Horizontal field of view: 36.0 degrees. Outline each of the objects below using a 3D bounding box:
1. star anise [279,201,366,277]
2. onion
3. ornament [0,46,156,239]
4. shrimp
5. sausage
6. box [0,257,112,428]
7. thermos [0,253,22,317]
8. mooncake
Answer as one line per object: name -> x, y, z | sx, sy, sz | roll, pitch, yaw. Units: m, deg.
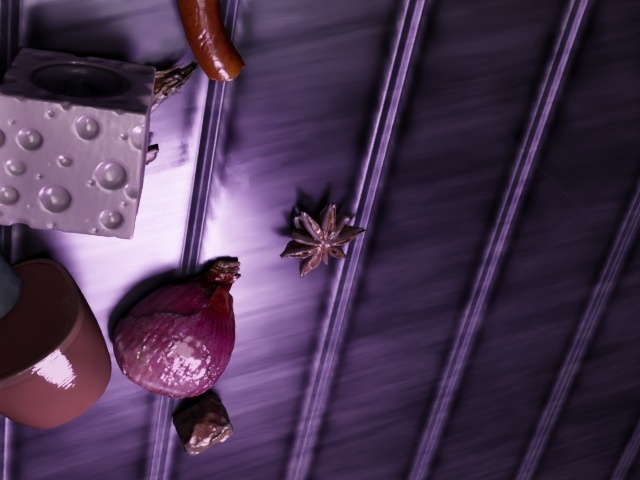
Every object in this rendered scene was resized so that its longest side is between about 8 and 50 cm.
star anise -> 0.000, 0.000, 2.164 | 0.182, 0.065, 0.195 | 16, 112, -37
onion -> -0.277, 0.206, 2.129 | 0.267, 0.159, 0.348 | 23, 113, -37
ornament -> -0.420, -0.170, 1.696 | 0.239, 0.240, 0.239 | 6, 118, -8
shrimp -> -0.335, -0.223, 1.863 | 0.296, 0.058, 0.169 | -30, 135, 5
sausage -> -0.202, -0.412, 1.765 | 0.103, 0.076, 0.302 | -28, 133, -21
box -> -0.555, 0.215, 1.932 | 0.301, 0.301, 0.216 | -27, 133, -3
thermos -> -0.682, 0.035, 1.794 | 0.145, 0.182, 0.286 | 3, 141, 26
mooncake -> -0.278, 0.432, 2.312 | 0.130, 0.125, 0.073 | -33, 126, -2
